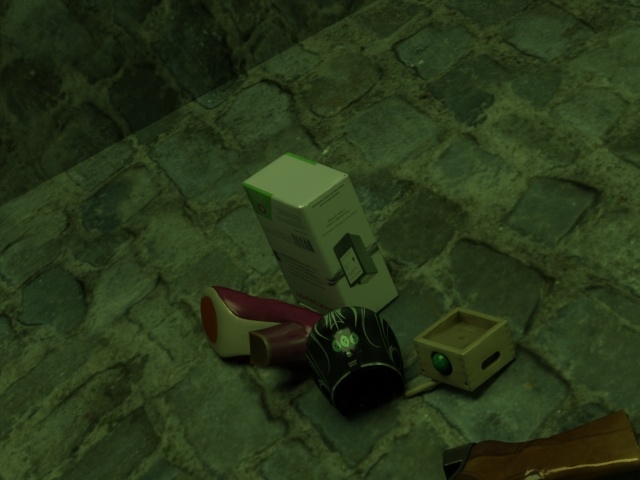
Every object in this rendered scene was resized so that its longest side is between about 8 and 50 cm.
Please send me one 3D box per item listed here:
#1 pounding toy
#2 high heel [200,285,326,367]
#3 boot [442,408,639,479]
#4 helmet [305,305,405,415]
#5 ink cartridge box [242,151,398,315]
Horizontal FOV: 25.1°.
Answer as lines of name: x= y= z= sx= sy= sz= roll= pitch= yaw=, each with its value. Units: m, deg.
pounding toy: x=0.216 y=0.190 z=2.293 sx=0.141 sy=0.100 sz=0.130 roll=-33 pitch=30 yaw=-32
high heel: x=-0.087 y=0.155 z=2.588 sx=0.181 sy=0.127 sz=0.377 roll=-7 pitch=18 yaw=-25
boot: x=0.311 y=0.345 z=1.979 sx=0.280 sy=0.096 sz=0.264 roll=-14 pitch=15 yaw=12
helmet: x=0.053 y=0.187 z=2.352 sx=0.169 sy=0.169 sz=0.162 roll=-25 pitch=47 yaw=3
ink cartridge box: x=0.000 y=0.000 z=2.552 sx=0.114 sy=0.273 sz=0.198 roll=-36 pitch=32 yaw=-21
